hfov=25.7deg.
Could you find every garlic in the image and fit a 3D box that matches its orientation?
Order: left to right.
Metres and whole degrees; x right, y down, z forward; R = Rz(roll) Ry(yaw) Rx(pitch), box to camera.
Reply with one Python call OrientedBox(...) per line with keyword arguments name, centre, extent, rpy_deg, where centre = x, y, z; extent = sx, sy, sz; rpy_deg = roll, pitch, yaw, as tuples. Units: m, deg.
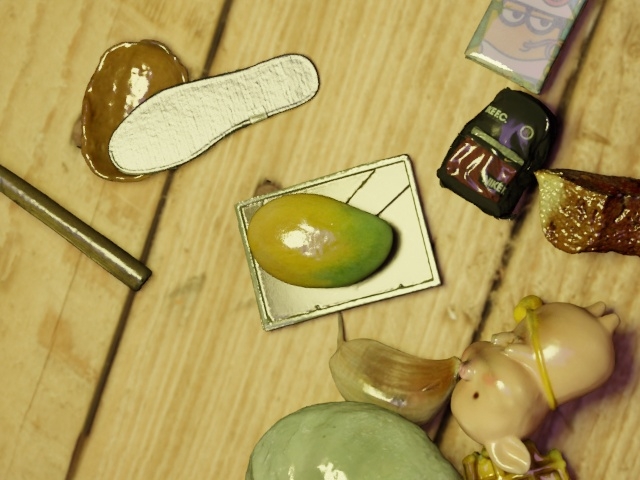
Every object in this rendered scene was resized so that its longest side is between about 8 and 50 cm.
OrientedBox(name="garlic", centre=(0.083, 0.179, 1.893), extent=(0.198, 0.090, 0.128), rpy_deg=(22, 71, 19))

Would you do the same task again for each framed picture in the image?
OrientedBox(name="framed picture", centre=(0.021, 0.004, 1.918), extent=(0.260, 0.023, 0.189), rpy_deg=(-16, 83, 11))

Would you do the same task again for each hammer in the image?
OrientedBox(name="hammer", centre=(-0.425, -0.067, 1.964), extent=(0.440, 0.168, 0.044), rpy_deg=(36, 101, 0))

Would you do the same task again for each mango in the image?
OrientedBox(name="mango", centre=(0.000, 0.000, 1.872), extent=(0.195, 0.092, 0.130), rpy_deg=(-4, 86, 3))

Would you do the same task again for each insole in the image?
OrientedBox(name="insole", centre=(-0.148, -0.176, 1.934), extent=(0.309, 0.012, 0.110), rpy_deg=(-19, 90, 1))

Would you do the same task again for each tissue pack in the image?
OrientedBox(name="tissue pack", centre=(0.274, -0.284, 1.851), extent=(0.115, 0.065, 0.155), rpy_deg=(29, 95, 8))

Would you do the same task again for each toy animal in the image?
OrientedBox(name="toy animal", centre=(0.276, 0.164, 1.813), extent=(0.248, 0.165, 0.149), rpy_deg=(-41, 104, 3))

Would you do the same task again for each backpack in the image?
OrientedBox(name="backpack", centre=(0.233, -0.118, 1.839), extent=(0.120, 0.106, 0.165), rpy_deg=(30, 99, 14))

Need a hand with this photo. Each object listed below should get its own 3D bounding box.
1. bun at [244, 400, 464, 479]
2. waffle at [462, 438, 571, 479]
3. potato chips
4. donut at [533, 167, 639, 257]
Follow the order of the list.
OrientedBox(name="bun", centre=(0.041, 0.388, 1.802), extent=(0.362, 0.211, 0.362), rpy_deg=(6, 104, 24))
OrientedBox(name="waffle", centre=(0.236, 0.370, 1.869), extent=(0.229, 0.057, 0.219), rpy_deg=(-18, 87, 12))
OrientedBox(name="potato chips", centre=(-0.258, -0.181, 1.964), extent=(0.150, 0.049, 0.201), rpy_deg=(4, 92, -1))
OrientedBox(name="donut", centre=(0.423, -0.018, 1.793), extent=(0.295, 0.151, 0.112), rpy_deg=(22, 112, 29))
